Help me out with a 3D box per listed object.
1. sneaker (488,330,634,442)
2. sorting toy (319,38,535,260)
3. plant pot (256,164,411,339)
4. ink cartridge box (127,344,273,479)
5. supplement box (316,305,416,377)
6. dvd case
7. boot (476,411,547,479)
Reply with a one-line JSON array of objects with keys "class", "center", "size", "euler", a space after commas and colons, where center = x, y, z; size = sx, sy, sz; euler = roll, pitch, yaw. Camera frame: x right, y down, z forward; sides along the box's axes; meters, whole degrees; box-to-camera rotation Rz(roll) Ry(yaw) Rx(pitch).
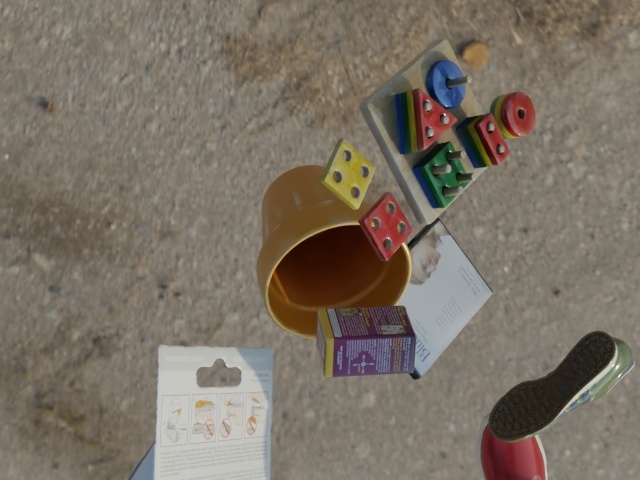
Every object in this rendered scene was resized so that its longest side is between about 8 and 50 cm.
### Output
[{"class": "sneaker", "center": [0.296, 0.182, 1.313], "size": [0.086, 0.064, 0.192], "euler": [17, 127, -46]}, {"class": "sorting toy", "center": [0.112, -0.100, 1.027], "size": [0.046, 0.274, 0.132], "euler": [-6, 119, 50]}, {"class": "plant pot", "center": [0.000, 0.000, 1.518], "size": [0.205, 0.188, 0.205], "euler": [-10, 130, -12]}, {"class": "ink cartridge box", "center": [-0.108, 0.205, 0.957], "size": [0.056, 0.181, 0.225], "euler": [-5, 82, 29]}, {"class": "supplement box", "center": [0.041, 0.091, 1.001], "size": [0.083, 0.055, 0.043], "euler": [-2, 116, -7]}, {"class": "dvd case", "center": [0.187, 0.099, 1.946], "size": [0.180, 0.253, 0.022], "euler": [53, 145, -10]}, {"class": "boot", "center": [0.258, 0.348, 1.384], "size": [0.088, 0.176, 0.244], "euler": [-11, 106, 5]}]
